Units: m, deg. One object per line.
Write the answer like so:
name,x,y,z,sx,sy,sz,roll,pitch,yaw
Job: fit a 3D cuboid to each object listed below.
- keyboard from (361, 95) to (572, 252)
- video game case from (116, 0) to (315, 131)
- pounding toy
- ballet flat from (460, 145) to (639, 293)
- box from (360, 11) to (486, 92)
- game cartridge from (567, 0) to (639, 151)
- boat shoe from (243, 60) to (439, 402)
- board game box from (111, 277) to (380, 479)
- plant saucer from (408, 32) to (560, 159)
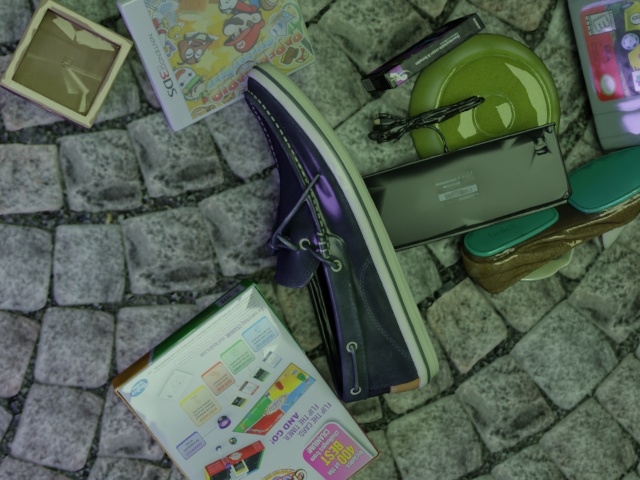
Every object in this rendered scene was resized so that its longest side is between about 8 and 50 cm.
keyboard,0.185,-0.108,1.662,0.317,0.033,0.201,-16,100,2
video game case,-0.133,-0.279,1.556,0.227,0.026,0.206,-29,130,-11
pounding toy,-0.379,-0.222,1.510,0.206,0.094,0.181,27,88,-15
ballet flat,0.368,-0.019,1.720,0.342,0.116,0.124,-29,131,-7
box,0.143,-0.262,1.630,0.162,0.116,0.029,-33,101,-10
game cartridge,0.471,-0.285,1.680,0.060,0.196,0.294,-28,105,-54
boat shoe,0.000,0.000,1.577,0.156,0.187,0.500,-25,102,-6
board game box,-0.103,0.251,1.641,0.242,0.064,0.316,-37,103,-9
plant saucer,0.249,-0.184,1.706,0.241,0.037,0.240,-1,95,-15
